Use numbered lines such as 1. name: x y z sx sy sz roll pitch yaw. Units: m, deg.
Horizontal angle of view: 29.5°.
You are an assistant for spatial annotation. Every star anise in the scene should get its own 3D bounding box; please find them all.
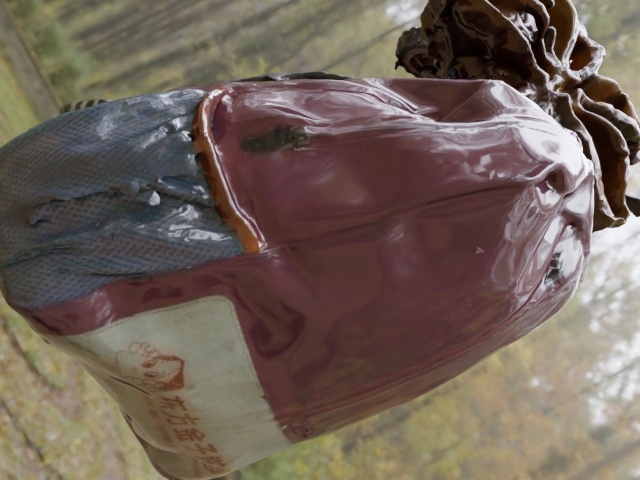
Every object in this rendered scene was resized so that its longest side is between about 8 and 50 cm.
1. star anise: 0.146 -0.100 0.887 0.190 0.126 0.220 -12 79 -60

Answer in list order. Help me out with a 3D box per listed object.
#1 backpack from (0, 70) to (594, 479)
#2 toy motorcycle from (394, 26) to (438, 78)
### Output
1. backpack: 0.000 0.000 0.706 0.283 0.317 0.197 68 5 -63
2. toy motorcycle: 0.154 -0.113 1.047 0.122 0.080 0.215 1 -26 37
